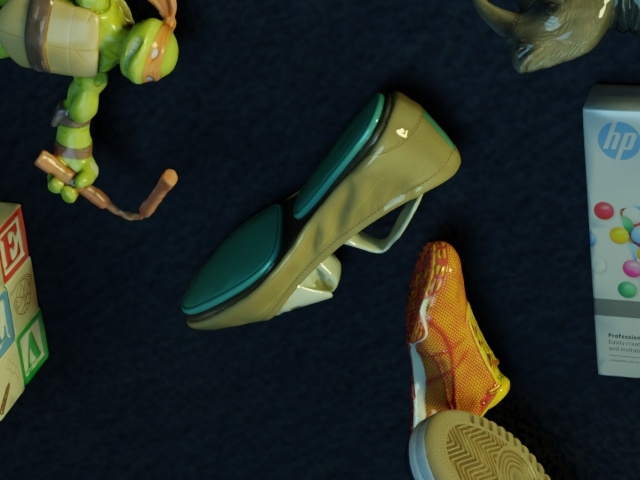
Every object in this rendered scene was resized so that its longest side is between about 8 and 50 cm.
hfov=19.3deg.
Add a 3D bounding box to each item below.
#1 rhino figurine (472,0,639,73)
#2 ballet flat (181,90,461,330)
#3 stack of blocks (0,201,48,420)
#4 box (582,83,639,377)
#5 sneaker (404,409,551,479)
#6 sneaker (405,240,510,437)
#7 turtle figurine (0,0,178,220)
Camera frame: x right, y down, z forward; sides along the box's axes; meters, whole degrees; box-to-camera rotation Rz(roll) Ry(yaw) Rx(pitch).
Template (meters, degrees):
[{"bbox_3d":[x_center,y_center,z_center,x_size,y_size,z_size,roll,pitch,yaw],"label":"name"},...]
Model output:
[{"bbox_3d":[0.201,-0.116,1.007,0.243,0.073,0.106,9,89,4],"label":"rhino figurine"},{"bbox_3d":[0.000,0.000,1.186,0.073,0.080,0.232,33,129,-18],"label":"ballet flat"},{"bbox_3d":[-0.282,0.116,1.229,0.087,0.297,0.171,6,122,16],"label":"stack of blocks"},{"bbox_3d":[0.234,0.000,1.113,0.145,0.038,0.186,4,120,19],"label":"box"},{"bbox_3d":[0.104,0.229,1.244,0.153,0.099,0.282,-23,125,32],"label":"sneaker"},{"bbox_3d":[0.088,0.071,1.211,0.067,0.064,0.175,-2,127,5],"label":"sneaker"},{"bbox_3d":[-0.173,-0.145,1.154,0.217,0.087,0.270,16,133,9],"label":"turtle figurine"}]
